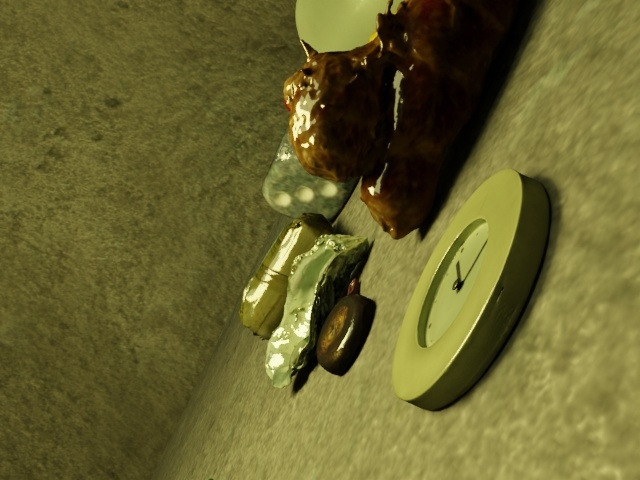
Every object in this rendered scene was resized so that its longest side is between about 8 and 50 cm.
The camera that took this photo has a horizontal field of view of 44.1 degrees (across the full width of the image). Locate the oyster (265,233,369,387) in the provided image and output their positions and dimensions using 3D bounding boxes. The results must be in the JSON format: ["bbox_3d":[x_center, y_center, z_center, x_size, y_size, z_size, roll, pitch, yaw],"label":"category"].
[{"bbox_3d":[-0.024,0.114,1.276,0.199,0.087,0.252,-23,48,64],"label":"oyster"}]

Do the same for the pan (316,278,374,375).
[{"bbox_3d":[0.035,0.102,1.111,0.115,0.040,0.212,-55,12,24],"label":"pan"}]

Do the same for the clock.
[{"bbox_3d":[0.132,0.044,0.724,0.235,0.029,0.235,-63,6,12],"label":"clock"}]

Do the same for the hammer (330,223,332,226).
[{"bbox_3d":[0.000,0.000,1.686,0.052,0.031,0.083,-68,2,-50],"label":"hammer"}]

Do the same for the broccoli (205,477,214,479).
[{"bbox_3d":[-0.213,0.441,1.199,0.194,0.220,0.194,-28,-32,-19],"label":"broccoli"}]

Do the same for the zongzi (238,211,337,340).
[{"bbox_3d":[-0.059,0.061,1.539,0.251,0.125,0.274,-56,7,6],"label":"zongzi"}]

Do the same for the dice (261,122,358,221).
[{"bbox_3d":[-0.016,-0.157,1.728,0.181,0.183,0.182,-76,12,-48],"label":"dice"}]

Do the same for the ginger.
[{"bbox_3d":[0.106,-0.232,1.016,0.418,0.254,0.176,-60,2,-7],"label":"ginger"}]

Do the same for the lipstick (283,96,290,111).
[{"bbox_3d":[0.039,-0.282,1.609,0.279,0.073,0.073,17,79,42],"label":"lipstick"}]

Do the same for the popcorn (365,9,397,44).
[{"bbox_3d":[0.150,-0.293,1.257,0.180,0.180,0.170,-55,40,48],"label":"popcorn"}]

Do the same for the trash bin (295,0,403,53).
[{"bbox_3d":[0.125,-0.466,1.474,0.280,0.280,0.432,-66,12,-13],"label":"trash bin"}]
